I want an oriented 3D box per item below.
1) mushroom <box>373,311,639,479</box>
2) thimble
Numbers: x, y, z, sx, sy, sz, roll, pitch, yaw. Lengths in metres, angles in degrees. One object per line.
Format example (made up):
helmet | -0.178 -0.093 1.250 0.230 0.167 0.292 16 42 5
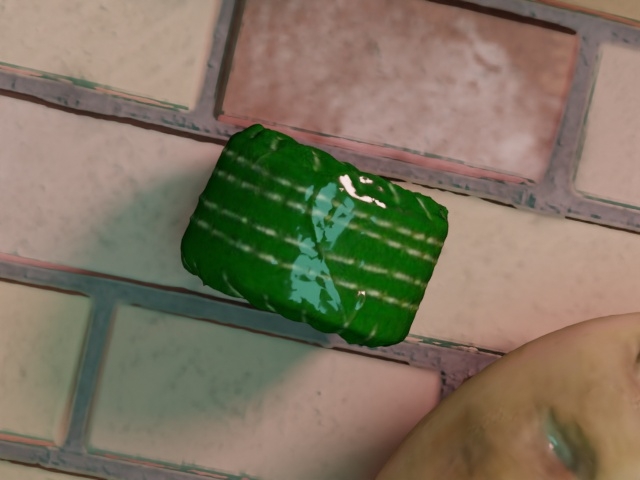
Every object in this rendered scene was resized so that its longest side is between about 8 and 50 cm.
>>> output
mushroom | 0.186 0.226 0.942 0.353 0.353 0.325 -39 117 0
thimble | 0.000 0.000 0.985 0.130 0.118 0.090 21 92 -37
